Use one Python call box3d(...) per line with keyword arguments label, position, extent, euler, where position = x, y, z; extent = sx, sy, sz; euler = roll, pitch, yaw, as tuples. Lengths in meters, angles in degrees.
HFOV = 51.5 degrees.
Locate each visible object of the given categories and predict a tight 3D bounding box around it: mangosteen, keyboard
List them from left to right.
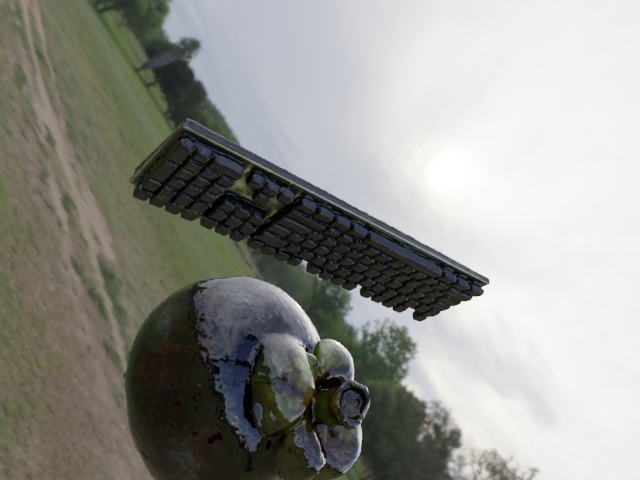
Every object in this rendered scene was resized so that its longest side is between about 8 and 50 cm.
box3d(label="mangosteen", position=(-0.109, 0.206, 0.909), extent=(0.330, 0.330, 0.330), euler=(60, -7, 12))
box3d(label="keyboard", position=(0.000, 0.000, 0.561), extent=(0.317, 0.106, 0.027), euler=(25, 56, -28))
